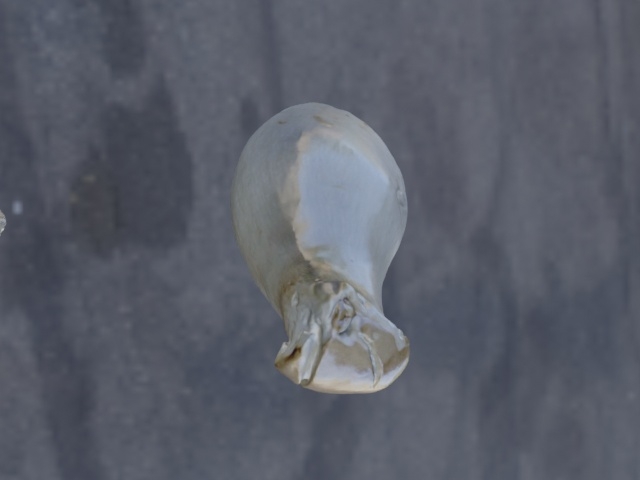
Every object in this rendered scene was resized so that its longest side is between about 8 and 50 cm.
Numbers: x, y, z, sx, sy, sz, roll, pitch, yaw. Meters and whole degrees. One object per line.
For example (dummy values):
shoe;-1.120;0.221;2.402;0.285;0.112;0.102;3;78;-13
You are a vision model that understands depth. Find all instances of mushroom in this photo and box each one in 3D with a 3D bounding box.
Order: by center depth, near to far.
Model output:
mushroom;0.000;0.000;1.212;0.225;0.116;0.093;-88;-171;-59

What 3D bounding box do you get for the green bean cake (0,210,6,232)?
green bean cake;-0.362;-0.032;1.700;0.179;0.085;0.109;43;17;-14
